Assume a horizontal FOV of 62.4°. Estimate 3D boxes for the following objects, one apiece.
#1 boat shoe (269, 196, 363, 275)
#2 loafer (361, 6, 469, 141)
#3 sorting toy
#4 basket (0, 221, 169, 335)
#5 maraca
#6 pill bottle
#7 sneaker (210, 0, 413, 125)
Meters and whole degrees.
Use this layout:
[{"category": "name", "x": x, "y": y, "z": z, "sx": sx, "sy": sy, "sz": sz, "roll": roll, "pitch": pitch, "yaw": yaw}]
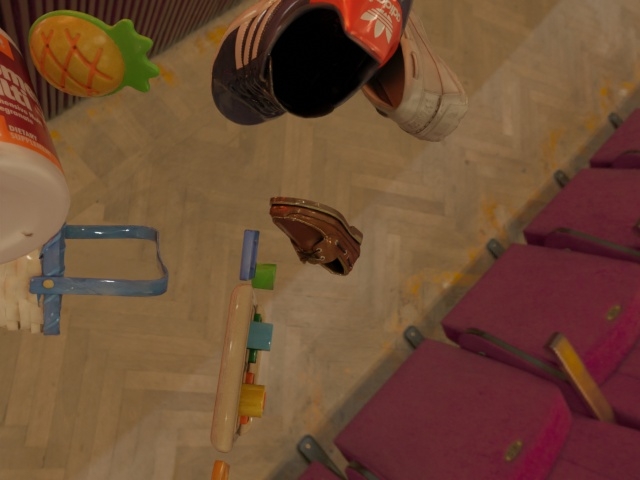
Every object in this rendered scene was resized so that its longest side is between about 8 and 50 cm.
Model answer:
[{"category": "boat shoe", "x": 0.000, "y": 0.000, "z": 1.066, "sx": 0.307, "sy": 0.110, "sz": 0.105, "roll": 26, "pitch": 72, "yaw": -53}, {"category": "loafer", "x": 0.081, "y": -0.257, "z": 0.703, "sx": 0.111, "sy": 0.112, "sz": 0.319, "roll": 8, "pitch": 41, "yaw": -36}, {"category": "sorting toy", "x": -0.085, "y": 0.160, "z": 0.657, "sx": 0.047, "sy": 0.196, "sz": 0.348, "roll": 6, "pitch": 75, "yaw": 1}, {"category": "basket", "x": -0.380, "y": 0.020, "z": 0.780, "sx": 0.288, "sy": 0.255, "sz": 0.201, "roll": -1, "pitch": 107, "yaw": -20}, {"category": "maraca", "x": -0.323, "y": -0.262, "z": 0.753, "sx": 0.185, "sy": 0.127, "sz": 0.099, "roll": 3, "pitch": 47, "yaw": 6}, {"category": "pill bottle", "x": -0.278, "y": -0.097, "z": 0.398, "sx": 0.121, "sy": 0.121, "sz": 0.221, "roll": -17, "pitch": 62, "yaw": -27}, {"category": "sneaker", "x": -0.042, "y": -0.187, "z": 0.594, "sx": 0.131, "sy": 0.350, "sz": 0.148, "roll": 26, "pitch": 64, "yaw": -26}]
